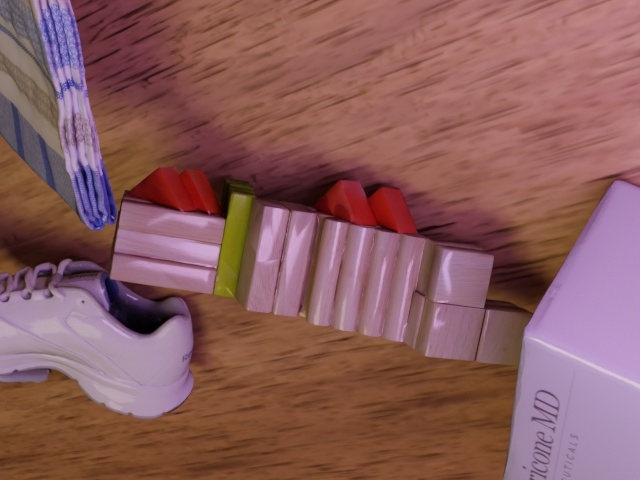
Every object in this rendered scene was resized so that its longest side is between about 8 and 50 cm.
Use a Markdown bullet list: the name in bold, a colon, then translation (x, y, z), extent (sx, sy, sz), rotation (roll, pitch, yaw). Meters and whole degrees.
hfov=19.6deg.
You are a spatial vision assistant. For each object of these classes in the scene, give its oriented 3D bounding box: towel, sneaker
- **towel**: translation (-0.236, -0.160, 1.410), extent (0.209, 0.034, 0.285), rotation (41, 150, 43)
- **sneaker**: translation (-0.254, 0.065, 1.742), extent (0.297, 0.111, 0.129), rotation (13, 130, -5)

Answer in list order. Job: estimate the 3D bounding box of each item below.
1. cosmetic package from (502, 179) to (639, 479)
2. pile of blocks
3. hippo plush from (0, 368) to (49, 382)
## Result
- **cosmetic package**: translation (0.364, 0.160, 1.266), extent (0.453, 0.161, 0.230), rotation (23, 146, 18)
- **pile of blocks**: translation (0.000, 0.000, 1.465), extent (0.362, 0.149, 0.113), rotation (13, 100, 15)
- **hippo plush**: translation (-0.459, 0.093, 1.852), extent (0.294, 0.234, 0.237), rotation (28, 148, 12)
